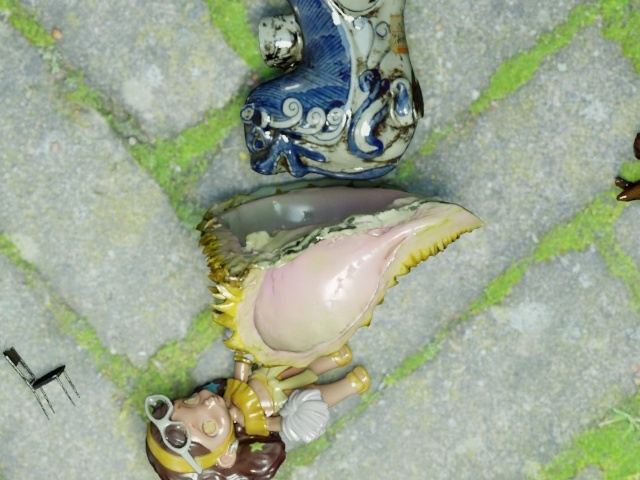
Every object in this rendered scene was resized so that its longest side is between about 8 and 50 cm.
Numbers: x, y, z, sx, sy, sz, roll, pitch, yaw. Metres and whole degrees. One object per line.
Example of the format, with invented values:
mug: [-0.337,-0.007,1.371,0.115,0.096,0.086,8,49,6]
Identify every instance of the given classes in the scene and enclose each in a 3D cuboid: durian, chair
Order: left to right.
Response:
chair: [-0.284,0.138,1.560,0.042,0.037,0.086,-34,99,7]
durian: [-0.015,-0.001,1.510,0.305,0.195,0.185,-24,134,-32]

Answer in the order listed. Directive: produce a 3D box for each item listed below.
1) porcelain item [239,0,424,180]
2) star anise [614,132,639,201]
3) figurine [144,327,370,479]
porcelain item: [0.008,-0.203,1.553,0.186,0.138,0.288,-4,96,11]
star anise: [0.398,-0.066,1.626,0.168,0.057,0.168,0,91,-5]
figurine: [-0.065,0.168,1.542,0.240,0.116,0.175,-29,54,-15]
